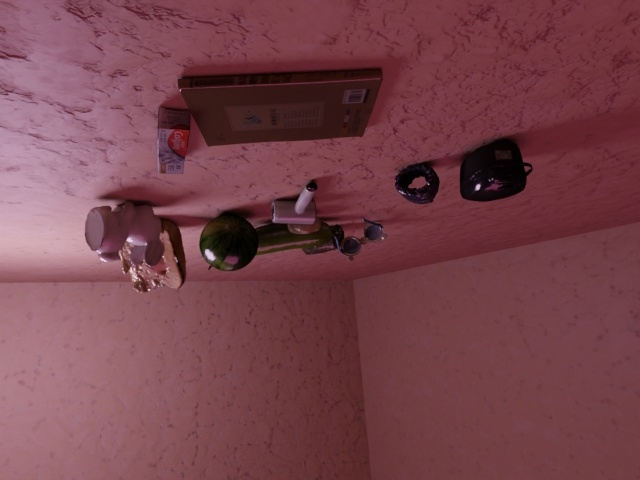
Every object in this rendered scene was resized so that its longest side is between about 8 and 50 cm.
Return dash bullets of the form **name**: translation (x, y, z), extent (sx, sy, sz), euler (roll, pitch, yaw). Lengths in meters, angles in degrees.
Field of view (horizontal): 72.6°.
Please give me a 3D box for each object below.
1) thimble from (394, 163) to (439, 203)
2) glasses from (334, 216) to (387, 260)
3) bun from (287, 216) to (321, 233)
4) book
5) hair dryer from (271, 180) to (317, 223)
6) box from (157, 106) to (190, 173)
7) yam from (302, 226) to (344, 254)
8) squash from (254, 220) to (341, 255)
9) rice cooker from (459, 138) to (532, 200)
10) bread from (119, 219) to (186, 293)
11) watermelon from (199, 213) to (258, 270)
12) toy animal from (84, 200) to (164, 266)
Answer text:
- **thimble**: translation (0.246, -0.146, 1.106), extent (0.104, 0.095, 0.066), euler (32, -177, 37)
- **glasses**: translation (0.130, -0.032, 1.616), extent (0.189, 0.088, 0.220), euler (-33, 150, 8)
- **bun**: translation (-0.055, -0.062, 1.465), extent (0.115, 0.069, 0.115), euler (-2, -170, 0)
- **book**: translation (-0.064, -0.222, 0.756), extent (0.309, 0.021, 0.217), euler (-4, 170, -4)
- **hair dryer**: translation (-0.059, -0.106, 1.241), extent (0.131, 0.073, 0.236), euler (0, 166, -17)
- **box**: translation (-0.281, -0.181, 0.828), extent (0.055, 0.040, 0.218), euler (1, 168, -21)
- **yam**: translation (0.000, 0.000, 1.730), extent (0.183, 0.107, 0.107), euler (-11, 167, 24)
- **squash**: translation (-0.121, -0.014, 1.571), extent (0.394, 0.107, 0.107), euler (-8, 170, -6)
- **rice cooker**: translation (0.407, -0.156, 1.036), extent (0.142, 0.119, 0.203), euler (-3, 170, -3)
- **bread**: translation (-0.556, 0.039, 1.433), extent (0.183, 0.224, 0.211), euler (-9, 162, -8)
- **watermelon**: translation (-0.299, 0.013, 1.423), extent (0.187, 0.188, 0.215), euler (0, 153, -24)
- **toy animal**: translation (-0.540, -0.016, 1.213), extent (0.127, 0.179, 0.193), euler (-10, 166, 38)
